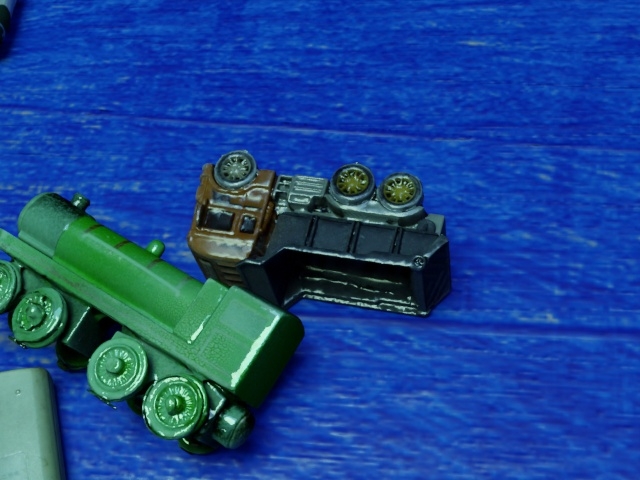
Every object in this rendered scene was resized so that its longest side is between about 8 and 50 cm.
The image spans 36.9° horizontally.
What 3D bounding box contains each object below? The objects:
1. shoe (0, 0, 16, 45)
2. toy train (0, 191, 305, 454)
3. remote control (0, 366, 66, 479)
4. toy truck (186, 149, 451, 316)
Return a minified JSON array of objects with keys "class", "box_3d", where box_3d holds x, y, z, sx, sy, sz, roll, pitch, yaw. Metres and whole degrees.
[{"class":"shoe","box_3d":[-0.419,-0.205,0.902,0.265,0.095,0.110,-12,55,-2]},{"class":"toy train","box_3d":[-0.137,0.051,0.673,0.251,0.085,0.119,28,78,23]},{"class":"remote control","box_3d":[-0.211,0.192,0.623,0.098,0.038,0.233,-18,54,-4]},{"class":"toy truck","box_3d":[0.000,0.000,0.695,0.192,0.083,0.092,8,62,14]}]
